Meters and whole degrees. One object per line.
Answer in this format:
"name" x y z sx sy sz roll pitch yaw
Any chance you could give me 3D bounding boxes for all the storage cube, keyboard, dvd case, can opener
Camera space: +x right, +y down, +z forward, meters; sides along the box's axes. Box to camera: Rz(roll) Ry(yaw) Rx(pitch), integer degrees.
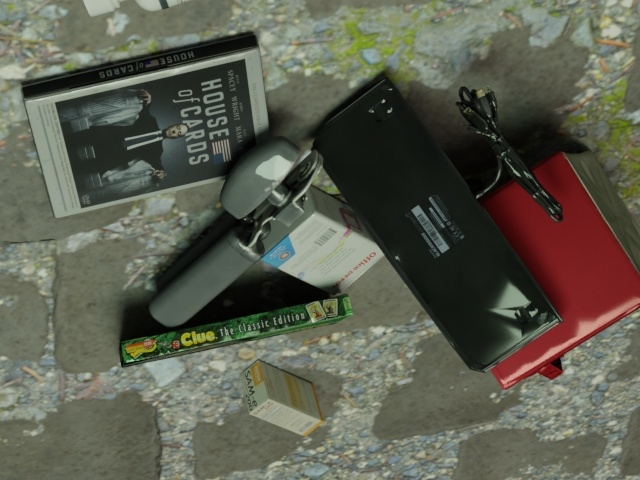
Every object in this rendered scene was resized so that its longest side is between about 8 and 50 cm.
"storage cube" 0.251 0.029 2.009 0.193 0.215 0.184 -34 172 17
"keyboard" 0.148 -0.036 1.906 0.201 0.317 0.033 -36 180 23
"dvd case" -0.171 -0.114 1.863 0.239 0.029 0.179 -13 140 -6
"can opener" -0.103 -0.015 1.957 0.095 0.076 0.283 38 125 -18

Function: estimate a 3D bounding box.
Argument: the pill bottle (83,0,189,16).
"pill bottle" -0.134 -0.268 1.647 0.180 0.108 0.108 -18 139 -1

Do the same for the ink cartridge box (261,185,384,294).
"ink cartridge box" 0.000 0.000 2.036 0.088 0.052 0.122 -41 134 24

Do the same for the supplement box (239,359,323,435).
"supplement box" -0.047 0.193 2.224 0.036 0.062 0.098 -40 135 25

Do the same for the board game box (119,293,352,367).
"board game box" -0.100 0.104 2.079 0.260 0.030 0.136 -12 173 -9
